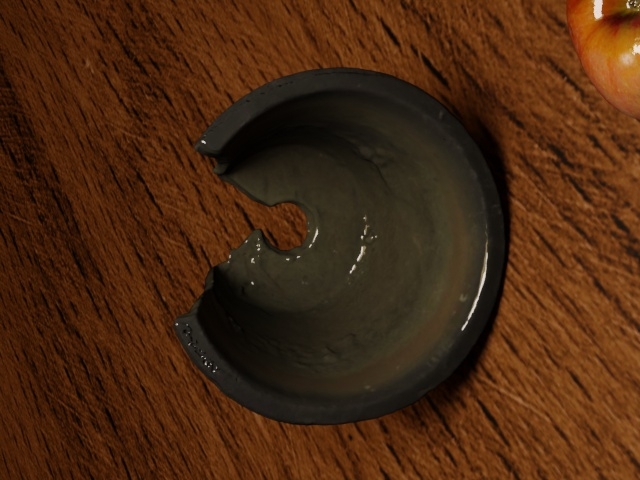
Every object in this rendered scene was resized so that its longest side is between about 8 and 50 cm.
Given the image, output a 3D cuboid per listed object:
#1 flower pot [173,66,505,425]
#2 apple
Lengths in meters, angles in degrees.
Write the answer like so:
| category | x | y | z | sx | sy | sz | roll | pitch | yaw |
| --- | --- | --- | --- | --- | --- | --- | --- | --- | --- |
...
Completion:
| category | x | y | z | sx | sy | sz | roll | pitch | yaw |
| --- | --- | --- | --- | --- | --- | --- | --- | --- | --- |
| flower pot | 0.000 | 0.000 | 1.407 | 0.251 | 0.379 | 0.379 | -161 | 77 | -75 |
| apple | 0.310 | -0.205 | 1.080 | 0.209 | 0.164 | 0.209 | -1 | 88 | 54 |
